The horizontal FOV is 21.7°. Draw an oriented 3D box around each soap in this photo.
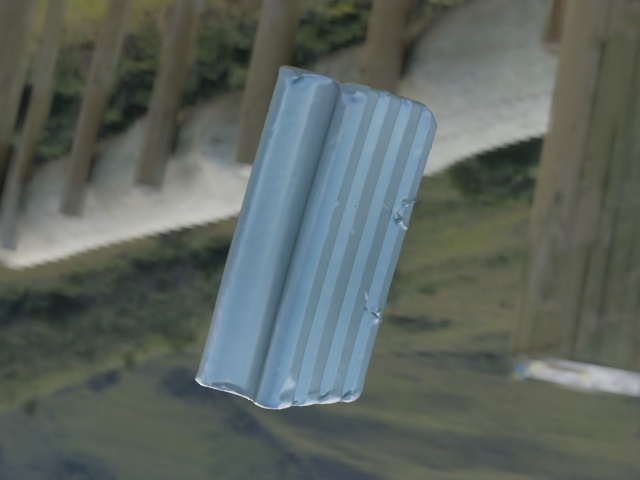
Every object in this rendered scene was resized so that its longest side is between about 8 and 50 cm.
[{"bbox_3d":[0.000,0.000,1.022,0.066,0.198,0.119,19,-174,26],"label":"soap"}]
